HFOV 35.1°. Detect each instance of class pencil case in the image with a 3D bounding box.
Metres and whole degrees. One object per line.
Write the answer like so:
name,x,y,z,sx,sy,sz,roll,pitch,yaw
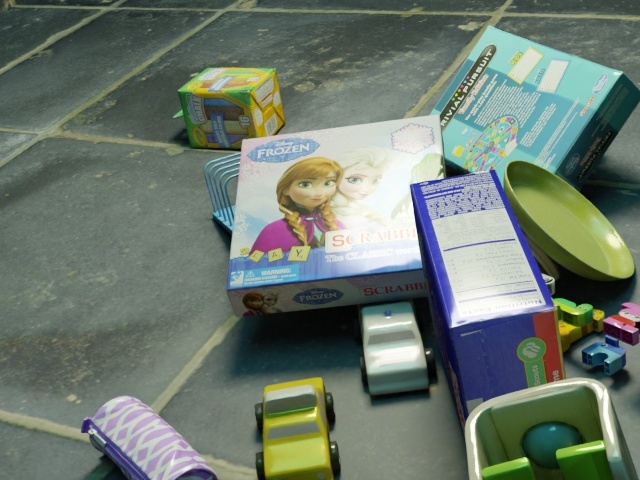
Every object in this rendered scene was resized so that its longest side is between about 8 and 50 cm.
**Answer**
pencil case,-0.208,0.261,1.222,0.088,0.086,0.206,11,10,-43

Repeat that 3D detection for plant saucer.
plant saucer,0.354,-0.023,1.480,0.241,0.037,0.241,29,29,-18

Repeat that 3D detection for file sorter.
file sorter,-0.122,-0.086,1.730,0.118,0.105,0.170,-18,17,-15

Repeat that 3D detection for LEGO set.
LEGO set,0.356,0.105,1.338,0.093,0.087,0.227,-23,27,-27

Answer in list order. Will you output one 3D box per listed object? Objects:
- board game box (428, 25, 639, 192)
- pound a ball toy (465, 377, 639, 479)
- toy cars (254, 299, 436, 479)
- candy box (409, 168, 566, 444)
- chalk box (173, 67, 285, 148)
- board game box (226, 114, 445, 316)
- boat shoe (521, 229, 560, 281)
board game box,0.341,-0.205,1.722,0.254,0.079,0.336,-56,38,3
pound a ball toy,0.277,0.268,0.901,0.208,0.319,0.136,-18,28,16
toy cars,0.032,0.170,1.309,0.176,0.087,0.393,16,39,35
candy box,0.199,0.107,1.192,0.122,0.268,0.317,-11,31,4
chalk box,-0.200,-0.273,2.072,0.213,0.132,0.132,5,33,23
board game box,0.032,-0.043,1.490,0.318,0.066,0.318,-7,46,8
boat shoe,0.200,0.006,1.537,0.342,0.123,0.123,31,79,34
